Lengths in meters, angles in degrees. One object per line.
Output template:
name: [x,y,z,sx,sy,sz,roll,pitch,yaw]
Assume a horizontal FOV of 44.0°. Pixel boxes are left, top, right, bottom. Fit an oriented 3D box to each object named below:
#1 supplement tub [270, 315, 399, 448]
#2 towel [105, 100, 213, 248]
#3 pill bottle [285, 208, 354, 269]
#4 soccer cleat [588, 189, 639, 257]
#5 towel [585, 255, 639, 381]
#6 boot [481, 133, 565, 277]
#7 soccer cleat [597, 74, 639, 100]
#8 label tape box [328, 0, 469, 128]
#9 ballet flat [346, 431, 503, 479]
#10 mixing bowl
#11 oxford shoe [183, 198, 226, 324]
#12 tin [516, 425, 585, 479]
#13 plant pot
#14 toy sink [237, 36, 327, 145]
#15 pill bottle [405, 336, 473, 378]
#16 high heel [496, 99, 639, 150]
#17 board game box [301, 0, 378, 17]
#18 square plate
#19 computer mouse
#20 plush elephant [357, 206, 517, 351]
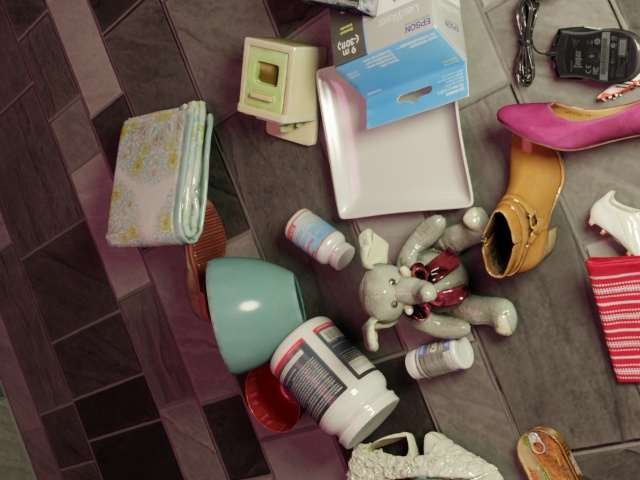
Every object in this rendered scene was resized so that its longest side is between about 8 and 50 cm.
supplement tub: [0.031,0.330,1.856,0.272,0.191,0.191,45,124,21]
towel: [-0.421,-0.166,2.078,0.321,0.090,0.374,-4,76,42]
pill bottle: [0.000,0.000,1.866,0.160,0.087,0.087,36,121,26]
soccer cleat: [0.575,-0.011,1.430,0.196,0.068,0.076,44,120,25]
towel: [0.600,0.145,1.423,0.199,0.031,0.274,-5,115,39]
boot: [0.363,-0.075,1.477,0.109,0.220,0.283,9,107,37]
soccer cleat: [0.534,-0.278,1.420,0.083,0.029,0.035,-25,77,36]
label tape box: [0.147,-0.427,1.579,0.249,0.115,0.347,-13,76,39]
ballet flat: [0.218,0.500,1.800,0.409,0.147,0.147,-15,91,39]
mixing bowl: [-0.095,0.389,2.029,0.181,0.098,0.181,10,107,35]
oxford shoe: [-0.329,0.056,2.119,0.130,0.123,0.348,3,101,44]
tin: [0.481,0.477,1.642,0.106,0.040,0.189,-29,83,35]
plant pot: [-0.144,0.164,1.931,0.195,0.290,0.290,-13,93,3]
toy sink: [-0.093,-0.340,1.826,0.153,0.131,0.234,22,114,33]
pill bottle: [0.258,0.257,1.734,0.137,0.078,0.078,-25,85,39]
high heel: [0.503,-0.244,1.383,0.377,0.127,0.181,13,120,19]
board game box: [0.051,-0.554,1.562,0.194,0.060,0.194,25,101,40]
square plate: [0.159,-0.229,1.710,0.347,0.049,0.344,-4,98,38]
computer mouse: [0.469,-0.375,1.429,0.262,0.060,0.184,10,112,48]
plush elephant: [0.193,0.093,1.629,0.330,0.255,0.271,-7,97,39]
